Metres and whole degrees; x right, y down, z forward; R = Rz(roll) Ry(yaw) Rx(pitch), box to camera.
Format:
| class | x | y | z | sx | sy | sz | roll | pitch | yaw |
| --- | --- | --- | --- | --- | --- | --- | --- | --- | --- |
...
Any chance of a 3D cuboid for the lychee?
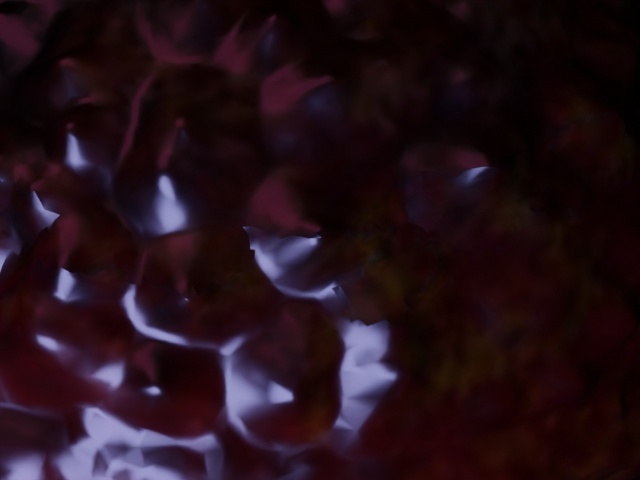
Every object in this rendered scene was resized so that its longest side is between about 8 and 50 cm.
| class | x | y | z | sx | sy | sz | roll | pitch | yaw |
| --- | --- | --- | --- | --- | --- | --- | --- | --- | --- |
| lychee | 0.000 | 0.000 | 0.513 | 0.500 | 0.424 | 0.424 | -10 | 33 | -32 |
